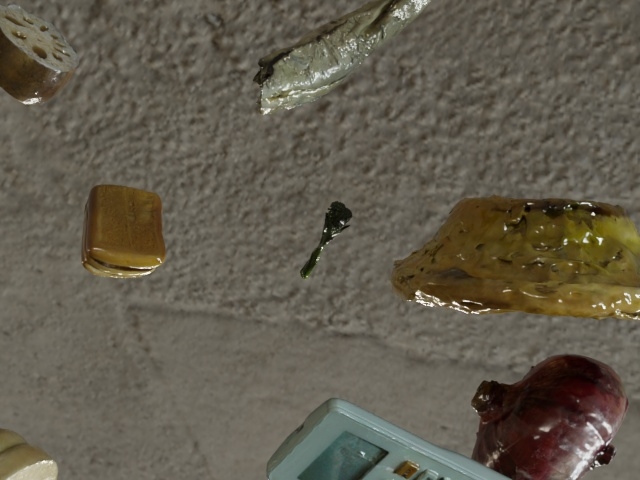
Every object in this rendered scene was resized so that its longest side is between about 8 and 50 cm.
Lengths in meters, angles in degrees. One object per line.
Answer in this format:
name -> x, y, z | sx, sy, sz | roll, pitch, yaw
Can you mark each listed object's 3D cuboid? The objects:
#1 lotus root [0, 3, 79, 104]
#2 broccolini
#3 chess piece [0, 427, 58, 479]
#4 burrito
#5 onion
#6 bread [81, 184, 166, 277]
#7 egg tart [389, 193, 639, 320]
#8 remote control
lotus root -> -0.389, -0.243, 1.223 | 0.081, 0.112, 0.122 | -42, 78, 17
broccolini -> 0.000, 0.000, 1.166 | 0.035, 0.030, 0.140 | 53, 141, 17
chess piece -> -0.415, 0.193, 0.960 | 0.301, 0.137, 0.137 | 33, 149, 21
burrito -> 0.020, -0.197, 0.926 | 0.063, 0.229, 0.058 | 41, 160, 26
onion -> 0.240, 0.203, 0.994 | 0.151, 0.206, 0.098 | 38, 171, -3
bread -> -0.301, -0.011, 1.419 | 0.116, 0.200, 0.077 | 12, 121, -20
egg tart -> 0.239, 0.020, 1.027 | 0.341, 0.129, 0.341 | 4, 177, 0
remote control -> 0.051, 0.132, 0.502 | 0.162, 0.029, 0.061 | 31, 114, -24
